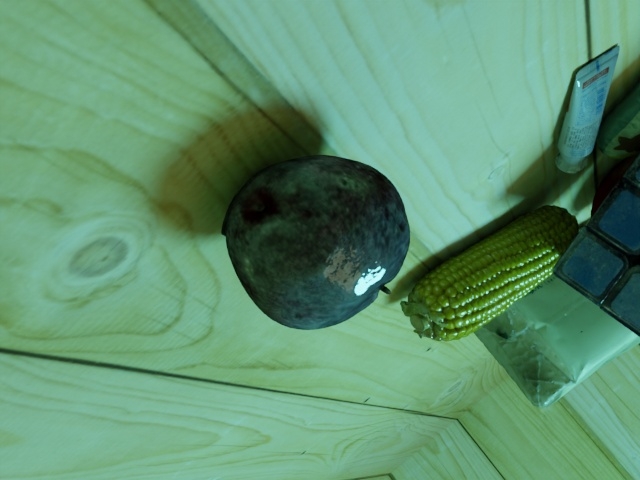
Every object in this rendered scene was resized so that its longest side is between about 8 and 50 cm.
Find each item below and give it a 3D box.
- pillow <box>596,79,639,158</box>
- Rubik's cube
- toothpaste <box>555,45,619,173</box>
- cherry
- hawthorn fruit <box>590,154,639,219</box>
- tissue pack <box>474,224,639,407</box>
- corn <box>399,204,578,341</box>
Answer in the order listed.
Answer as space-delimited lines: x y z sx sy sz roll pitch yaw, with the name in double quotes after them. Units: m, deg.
0.575 -0.237 1.392 0.214 0.086 0.233 -24 153 -55 "pillow"
0.630 0.013 1.388 0.305 0.301 0.303 -58 160 21 "Rubik's cube"
0.413 -0.196 1.259 0.089 0.057 0.234 -33 150 -16 "toothpaste"
-0.005 -0.003 0.838 0.195 0.195 0.195 -31 156 -15 "cherry"
0.686 -0.052 1.685 0.265 0.265 0.307 -17 166 -41 "hawthorn fruit"
0.575 0.169 1.866 0.380 0.297 0.207 -27 157 -29 "tissue pack"
0.324 0.062 1.492 0.387 0.144 0.144 -27 155 -21 "corn"
